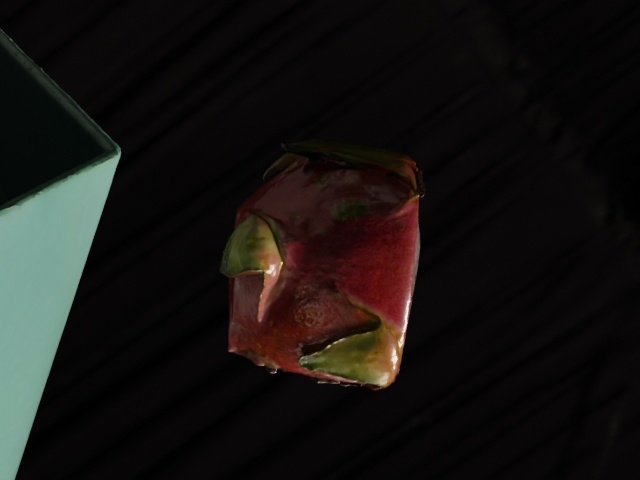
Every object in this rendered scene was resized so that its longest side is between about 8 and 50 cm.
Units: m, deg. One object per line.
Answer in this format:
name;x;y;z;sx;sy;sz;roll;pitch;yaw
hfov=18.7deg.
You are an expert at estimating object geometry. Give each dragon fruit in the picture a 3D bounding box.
dragon fruit;0.000;0.000;0.577;0.083;0.056;0.060;-85;-177;-59

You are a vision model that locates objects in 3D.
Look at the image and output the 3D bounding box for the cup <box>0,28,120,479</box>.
cup;-0.139;0.067;0.487;0.134;0.235;0.148;-6;31;-32
